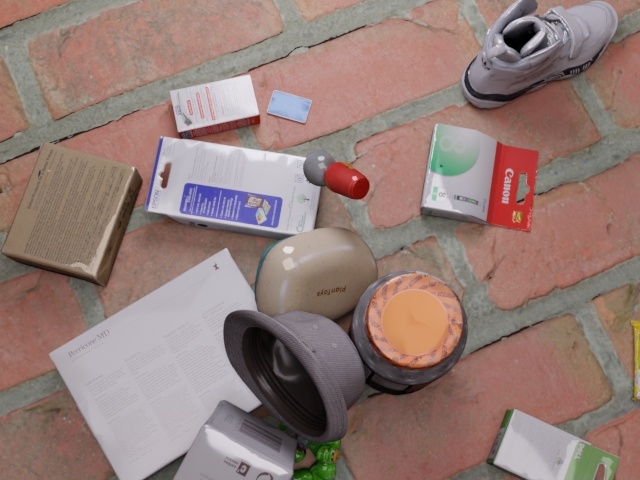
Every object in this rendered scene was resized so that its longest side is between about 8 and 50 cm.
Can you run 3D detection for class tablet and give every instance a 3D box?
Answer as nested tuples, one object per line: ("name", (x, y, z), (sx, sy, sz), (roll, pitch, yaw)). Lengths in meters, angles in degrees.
("tablet", (-0.064, -0.276, 1.726), (0.083, 0.006, 0.054), (16, 76, 2))

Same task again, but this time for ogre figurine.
("ogre figurine", (-0.020, 0.363, 1.513), (0.118, 0.097, 0.197), (9, 82, -6))

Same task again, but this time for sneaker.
("sneaker", (0.459, -0.402, 1.663), (0.366, 0.210, 0.137), (-28, 78, -8))

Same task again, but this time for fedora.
("fedora", (-0.028, 0.203, 1.399), (0.124, 0.243, 0.275), (-32, 51, -33))

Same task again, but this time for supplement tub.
("supplement tub", (0.146, 0.163, 1.457), (0.194, 0.316, 0.193), (0, 75, -1))

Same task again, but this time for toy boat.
("toy boat", (0.000, 0.000, 1.536), (0.148, 0.268, 0.318), (31, 114, 45))

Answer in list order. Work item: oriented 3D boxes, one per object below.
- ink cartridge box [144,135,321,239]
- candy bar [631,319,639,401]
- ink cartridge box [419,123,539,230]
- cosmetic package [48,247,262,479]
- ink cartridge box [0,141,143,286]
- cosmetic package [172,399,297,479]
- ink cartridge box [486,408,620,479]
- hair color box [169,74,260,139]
("ink cartridge box", (-0.165, -0.100, 1.649), (0.333, 0.065, 0.165), (10, 76, 0))
("candy bar", (0.616, 0.232, 1.601), (0.040, 0.018, 0.161), (4, 76, 4))
("ink cartridge box", (0.322, -0.125, 1.672), (0.225, 0.056, 0.180), (10, 76, 3))
("cosmetic package", (-0.259, 0.233, 1.544), (0.377, 0.097, 0.284), (-31, 81, -9))
("ink cartridge box", (-0.475, -0.050, 1.617), (0.193, 0.088, 0.234), (16, 76, 4))
("cosmetic package", (-0.213, 0.508, 1.355), (0.162, 0.230, 0.453), (28, 89, 1))
("ink cartridge box", (0.424, 0.402, 1.531), (0.209, 0.062, 0.109), (24, 76, 5))
("hair color box", (-0.213, -0.270, 1.698), (0.167, 0.053, 0.093), (-12, 77, -6))
